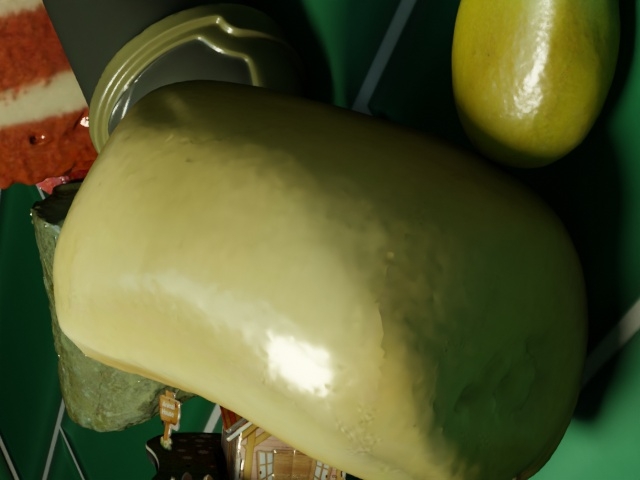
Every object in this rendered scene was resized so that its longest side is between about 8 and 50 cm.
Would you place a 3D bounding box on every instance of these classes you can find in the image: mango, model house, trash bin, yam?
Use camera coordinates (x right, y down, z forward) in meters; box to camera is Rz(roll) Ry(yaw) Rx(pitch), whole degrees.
[{"bbox_3d":[0.148,-0.141,1.075,0.130,0.092,0.194,55,147,35],"label":"mango"},{"bbox_3d":[-0.065,0.180,1.569,0.294,0.207,0.154,-128,44,-78],"label":"model house"},{"bbox_3d":[-0.140,-0.169,1.518,0.334,0.214,0.214,59,153,35],"label":"trash bin"},{"bbox_3d":[-0.244,0.083,1.944,0.195,0.195,0.300,32,134,55],"label":"yam"}]

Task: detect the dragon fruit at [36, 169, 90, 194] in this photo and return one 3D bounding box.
[{"bbox_3d":[-0.309,-0.134,2.009,0.111,0.153,0.153,-52,55,29],"label":"dragon fruit"}]

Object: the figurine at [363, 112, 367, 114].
[{"bbox_3d":[0.027,-0.052,1.401,0.147,0.093,0.197,49,147,-6],"label":"figurine"}]

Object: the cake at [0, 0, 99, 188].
[{"bbox_3d":[-0.349,-0.257,1.821,0.269,0.270,0.319,38,138,51],"label":"cake"}]

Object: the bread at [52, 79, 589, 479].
[{"bbox_3d":[-0.002,0.025,1.185,0.376,0.348,0.253,17,91,34],"label":"bread"}]
